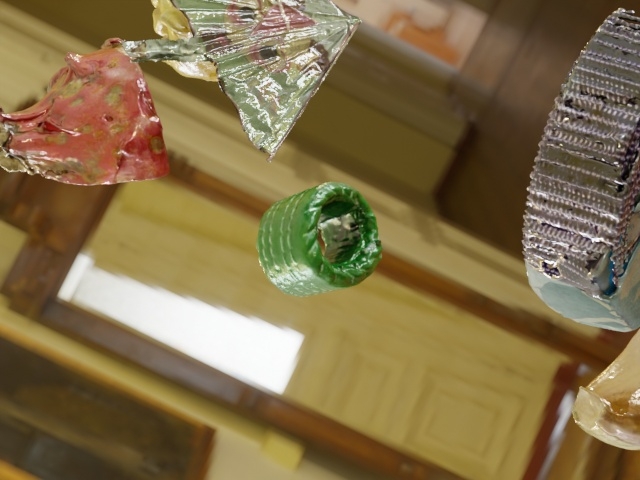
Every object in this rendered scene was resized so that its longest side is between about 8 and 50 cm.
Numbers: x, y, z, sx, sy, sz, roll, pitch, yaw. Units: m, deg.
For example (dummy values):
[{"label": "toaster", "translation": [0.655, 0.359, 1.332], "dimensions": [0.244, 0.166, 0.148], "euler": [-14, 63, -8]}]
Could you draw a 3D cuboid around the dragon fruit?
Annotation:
[{"label": "dragon fruit", "translation": [-0.309, -0.156, 2.022], "dimensions": [0.262, 0.212, 0.134], "euler": [46, 155, 58]}]

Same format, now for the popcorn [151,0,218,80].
[{"label": "popcorn", "translation": [-0.119, -0.308, 2.236], "dimensions": [0.191, 0.254, 0.190], "euler": [-67, -13, -76]}]

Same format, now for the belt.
[{"label": "belt", "translation": [0.276, -0.052, 1.450], "dimensions": [0.260, 0.122, 0.325], "euler": [-68, -24, -10]}]

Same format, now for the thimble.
[{"label": "thimble", "translation": [0.000, 0.000, 1.737], "dimensions": [0.090, 0.130, 0.118], "euler": [-17, 71, 40]}]

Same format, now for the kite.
[{"label": "kite", "translation": [-0.080, -0.200, 1.586], "dimensions": [0.268, 0.323, 0.013], "euler": [-6, 43, 29]}]

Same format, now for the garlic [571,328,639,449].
[{"label": "garlic", "translation": [0.364, 0.152, 1.780], "dimensions": [0.206, 0.128, 0.115], "euler": [-55, -12, -27]}]
